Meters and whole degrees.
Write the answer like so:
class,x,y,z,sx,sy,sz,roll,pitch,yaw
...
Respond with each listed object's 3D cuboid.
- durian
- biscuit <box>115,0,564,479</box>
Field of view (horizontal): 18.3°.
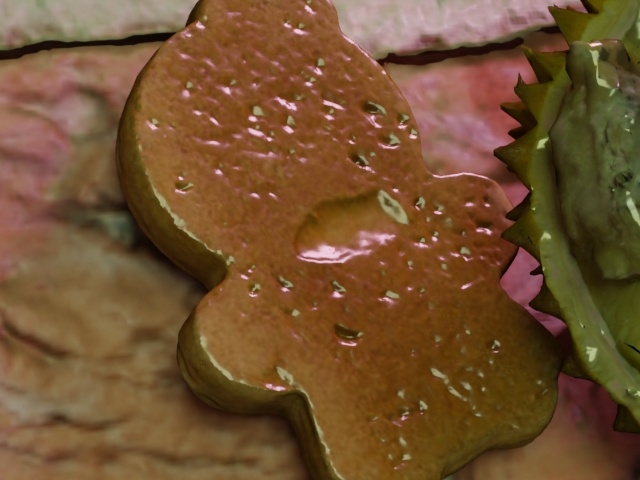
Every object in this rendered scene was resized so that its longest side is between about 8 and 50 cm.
class,x,y,z,sx,sy,sz,roll,pitch,yaw
durian,0.175,-0.008,0.760,0.172,0.166,0.306,-33,88,-30
biscuit,0.000,0.000,0.789,0.166,0.036,0.225,-30,80,-30
